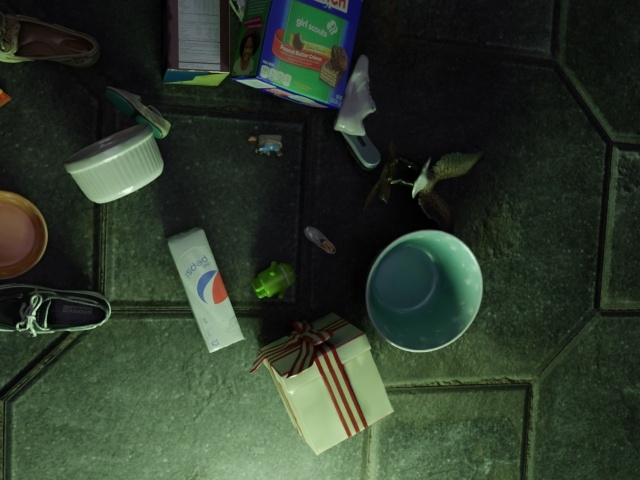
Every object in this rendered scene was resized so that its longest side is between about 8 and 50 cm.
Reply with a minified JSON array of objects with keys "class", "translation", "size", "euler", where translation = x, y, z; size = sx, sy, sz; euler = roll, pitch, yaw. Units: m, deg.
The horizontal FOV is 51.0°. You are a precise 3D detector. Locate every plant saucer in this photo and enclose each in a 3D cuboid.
[{"class":"plant saucer","translation":[-0.717,-0.013,1.503],"size":[0.199,0.037,0.200],"euler":[-1,95,-17]}]

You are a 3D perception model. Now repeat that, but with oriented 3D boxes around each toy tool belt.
[{"class":"toy tool belt","translation":[-0.135,-0.232,1.649],"size":[0.083,0.052,0.051],"euler":[-2,87,-16]}]

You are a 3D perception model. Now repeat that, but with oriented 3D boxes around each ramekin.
[{"class":"ramekin","translation":[-0.449,-0.169,1.488],"size":[0.207,0.207,0.109],"euler":[-28,112,-12]}]

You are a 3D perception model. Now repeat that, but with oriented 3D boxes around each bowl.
[{"class":"bowl","translation":[0.241,0.114,1.724],"size":[0.311,0.163,0.312],"euler":[-2,99,-14]}]

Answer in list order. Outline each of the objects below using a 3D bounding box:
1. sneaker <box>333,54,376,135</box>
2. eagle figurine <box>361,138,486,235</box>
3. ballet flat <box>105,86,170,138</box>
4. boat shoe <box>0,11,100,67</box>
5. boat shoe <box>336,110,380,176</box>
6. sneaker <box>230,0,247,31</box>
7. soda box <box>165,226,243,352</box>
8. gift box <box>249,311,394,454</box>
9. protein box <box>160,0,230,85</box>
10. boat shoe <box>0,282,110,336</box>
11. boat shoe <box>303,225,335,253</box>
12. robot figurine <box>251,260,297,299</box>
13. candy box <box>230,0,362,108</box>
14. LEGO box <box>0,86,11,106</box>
[{"class":"sneaker","translation":[0.101,-0.358,1.677],"size":[0.094,0.080,0.212],"euler":[18,77,-9]},{"class":"eagle figurine","translation":[0.285,-0.147,1.703],"size":[0.298,0.226,0.225],"euler":[18,54,-21]},{"class":"ballet flat","translation":[-0.423,-0.306,1.565],"size":[0.168,0.057,0.052],"euler":[42,55,-19]},{"class":"boat shoe","translation":[-0.630,-0.442,1.464],"size":[0.285,0.089,0.105],"euler":[1,95,-16]},{"class":"boat shoe","translation":[0.089,-0.249,1.712],"size":[0.065,0.083,0.183],"euler":[-22,74,-14]},{"class":"sneaker","translation":[-0.150,-0.532,1.606],"size":[0.094,0.081,0.209],"euler":[-33,109,-24]},{"class":"soda box","translation":[-0.279,0.116,1.612],"size":[0.091,0.098,0.287],"euler":[-21,100,-14]},{"class":"gift box","translation":[-0.008,0.336,1.630],"size":[0.276,0.255,0.258],"euler":[-26,103,-19]},{"class":"protein box","translation":[-0.285,-0.465,1.506],"size":[0.135,0.200,0.201],"euler":[-1,95,-17]},{"class":"boat shoe","translation":[-0.632,0.162,1.506],"size":[0.306,0.105,0.113],"euler":[9,92,-17]},{"class":"boat shoe","translation":[0.000,0.000,1.716],"size":[0.100,0.035,0.035],"euler":[43,82,-16]},{"class":"robot figurine","translation":[-0.113,0.098,1.674],"size":[0.115,0.067,0.101],"euler":[-27,129,-13]},{"class":"candy box","translation":[-0.045,-0.495,1.568],"size":[0.268,0.122,0.318],"euler":[9,92,-43]},{"class":"LEGO box","translation":[-0.860,-0.422,1.251],"size":[0.193,0.372,0.500],"euler":[-43,105,-9]}]
